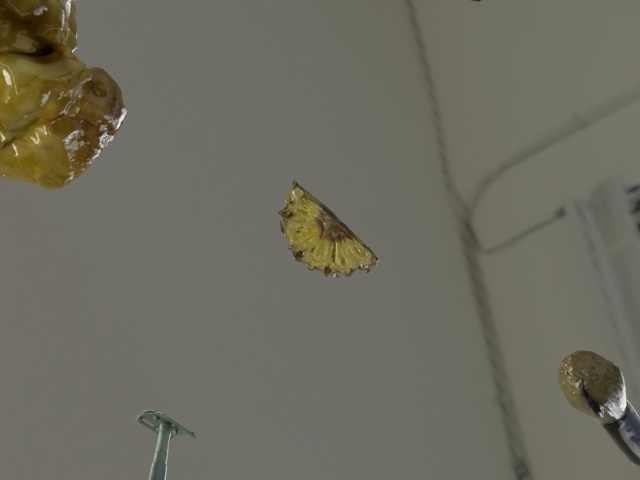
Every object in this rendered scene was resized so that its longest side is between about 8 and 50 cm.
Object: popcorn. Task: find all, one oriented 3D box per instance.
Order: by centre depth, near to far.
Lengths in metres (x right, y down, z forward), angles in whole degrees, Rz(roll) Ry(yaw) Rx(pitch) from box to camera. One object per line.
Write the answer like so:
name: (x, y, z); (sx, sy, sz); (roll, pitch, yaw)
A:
popcorn: (-0.309, -0.181, 1.355); (0.332, 0.225, 0.265); (46, 164, -5)

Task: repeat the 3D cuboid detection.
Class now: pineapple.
pineapple: (0.000, 0.000, 1.134); (0.083, 0.045, 0.019); (40, -166, -1)

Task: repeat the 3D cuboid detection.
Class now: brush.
brush: (0.239, 0.161, 1.173); (0.042, 0.039, 0.299); (21, 161, 42)

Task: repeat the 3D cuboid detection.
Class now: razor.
razor: (-0.179, 0.260, 1.779); (0.068, 0.040, 0.135); (41, -134, -44)
